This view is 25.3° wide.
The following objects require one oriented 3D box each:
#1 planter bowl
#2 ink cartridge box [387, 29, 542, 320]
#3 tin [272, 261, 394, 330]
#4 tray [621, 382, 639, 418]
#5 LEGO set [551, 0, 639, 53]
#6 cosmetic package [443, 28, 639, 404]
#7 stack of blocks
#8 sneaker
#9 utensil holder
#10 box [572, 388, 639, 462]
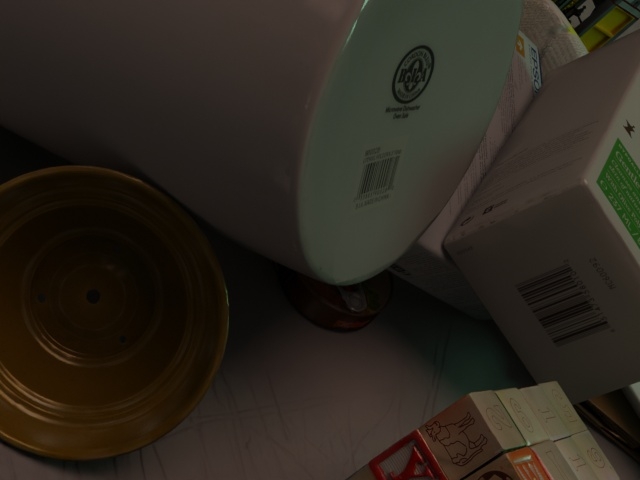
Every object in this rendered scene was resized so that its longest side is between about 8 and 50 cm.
[{"bbox_3d":[-0.176,0.048,1.069,0.217,0.217,0.090,32,6,-6],"label":"planter bowl"},{"bbox_3d":[0.130,-0.099,1.359,0.330,0.071,0.324,32,52,-56],"label":"ink cartridge box"},{"bbox_3d":[0.000,0.000,1.318,0.106,0.040,0.189,-2,54,-32],"label":"tin"},{"bbox_3d":[0.317,0.110,1.404,0.145,0.030,0.270,-6,58,-46],"label":"tray"},{"bbox_3d":[0.264,-0.365,1.695,0.255,0.192,0.331,29,36,-31],"label":"LEGO set"},{"bbox_3d":[0.271,-0.036,1.322,0.197,0.155,0.365,54,37,-14],"label":"cosmetic package"},{"bbox_3d":[0.121,0.183,1.033,0.087,0.171,0.297,59,22,17],"label":"stack of blocks"},{"bbox_3d":[0.275,-0.161,1.598,0.240,0.091,0.126,69,21,-7],"label":"sneaker"},{"bbox_3d":[-0.081,-0.181,1.106,0.385,0.327,0.327,26,35,26],"label":"utensil holder"},{"bbox_3d":[0.311,0.127,1.428,0.164,0.021,0.201,40,39,-2],"label":"box"}]
